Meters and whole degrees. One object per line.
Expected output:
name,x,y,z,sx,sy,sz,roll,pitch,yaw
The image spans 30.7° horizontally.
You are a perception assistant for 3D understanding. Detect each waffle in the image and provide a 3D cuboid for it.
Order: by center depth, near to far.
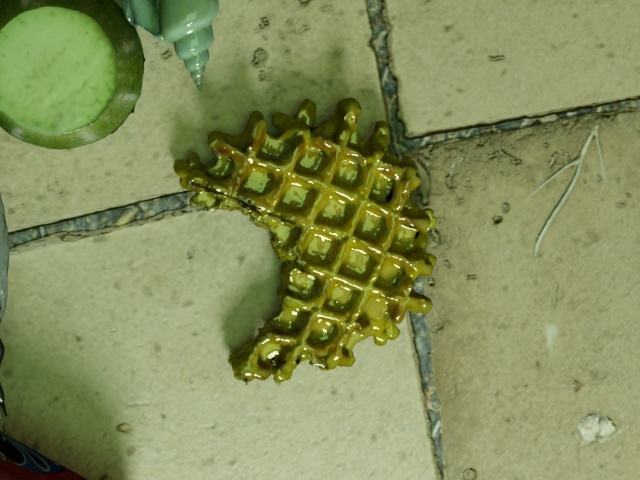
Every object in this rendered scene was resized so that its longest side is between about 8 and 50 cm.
waffle,0.000,0.000,1.208,0.260,0.069,0.292,-20,105,-10

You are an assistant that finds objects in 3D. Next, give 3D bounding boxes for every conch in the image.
conch,-0.144,-0.232,1.136,0.088,0.065,0.180,-13,90,8

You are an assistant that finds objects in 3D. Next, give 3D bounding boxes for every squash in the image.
squash,-0.249,-0.164,1.092,0.170,0.123,0.170,-2,100,-9

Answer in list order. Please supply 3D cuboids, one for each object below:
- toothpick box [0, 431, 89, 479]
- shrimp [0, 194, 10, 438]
toothpick box,-0.335,0.277,1.094,0.333,0.204,0.204,35,89,-18
shrimp,-0.352,0.021,1.074,0.145,0.116,0.342,-23,103,-37
